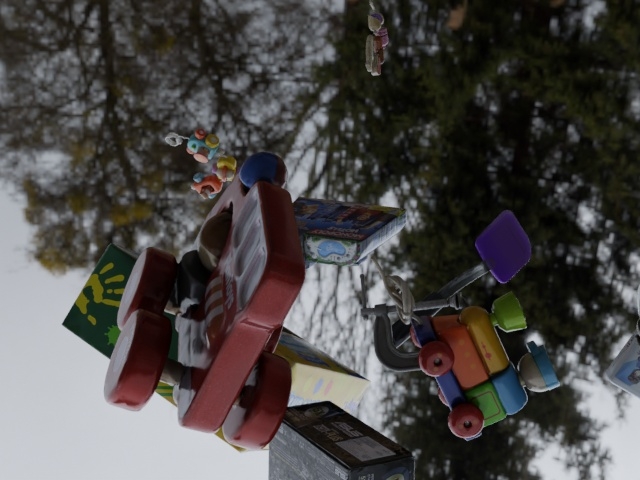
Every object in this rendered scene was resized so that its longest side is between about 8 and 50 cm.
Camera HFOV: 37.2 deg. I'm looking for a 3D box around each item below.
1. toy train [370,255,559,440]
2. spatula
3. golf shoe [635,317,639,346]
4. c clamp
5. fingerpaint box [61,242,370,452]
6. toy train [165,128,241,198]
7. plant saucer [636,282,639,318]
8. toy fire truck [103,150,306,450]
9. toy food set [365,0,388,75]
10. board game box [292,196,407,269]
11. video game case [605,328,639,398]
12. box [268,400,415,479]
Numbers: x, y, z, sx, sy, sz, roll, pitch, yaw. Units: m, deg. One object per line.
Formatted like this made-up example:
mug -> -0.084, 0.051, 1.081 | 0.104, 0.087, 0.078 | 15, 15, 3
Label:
toy train -> 0.175, 0.099, 1.123 | 0.143, 0.248, 0.105 | -25, -166, 5
spatula -> 0.193, 0.069, 1.373 | 0.296, 0.084, 0.030 | -37, -171, -15
golf shoe -> 0.319, 0.095, 0.841 | 0.086, 0.069, 0.176 | 49, -171, 16
c clamp -> 0.128, 0.102, 1.233 | 0.160, 0.022, 0.137 | -2, -115, 10
fingerpaint box -> -0.153, 0.193, 1.620 | 0.371, 0.163, 0.445 | 31, 179, 22
toy train -> -0.218, -0.134, 1.771 | 0.125, 0.166, 0.046 | -9, -132, 24
plant saucer -> 0.662, 0.212, 1.555 | 0.100, 0.400, 0.400 | -38, -141, -18
toy fire truck -> -0.092, 0.046, 0.979 | 0.169, 0.254, 0.302 | 22, -155, -18
toy food set -> 0.089, -0.307, 1.475 | 0.019, 0.122, 0.078 | -3, 161, 16
board game box -> 0.000, 0.000, 1.400 | 0.194, 0.060, 0.194 | 8, -155, 31
video game case -> 0.617, 0.150, 1.322 | 0.329, 0.300, 0.036 | 30, -166, -7
box -> 0.017, 0.268, 0.999 | 0.077, 0.147, 0.180 | -4, -169, -29
